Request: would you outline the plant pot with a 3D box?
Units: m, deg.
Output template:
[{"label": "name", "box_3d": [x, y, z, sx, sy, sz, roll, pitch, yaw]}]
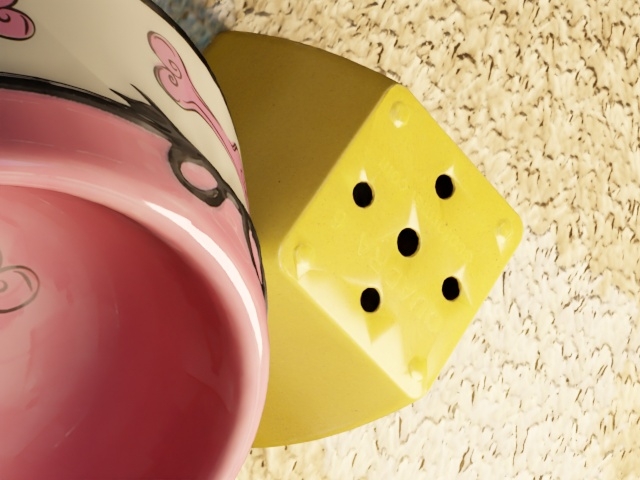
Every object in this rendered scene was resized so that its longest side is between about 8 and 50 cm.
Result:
[{"label": "plant pot", "box_3d": [0.000, 0.000, 1.066, 0.212, 0.187, 0.212, 46, 65, -27]}]

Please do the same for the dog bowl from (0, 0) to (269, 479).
[{"label": "dog bowl", "box_3d": [-0.206, 0.057, 0.810, 0.408, 0.150, 0.408, -15, 133, -17]}]
